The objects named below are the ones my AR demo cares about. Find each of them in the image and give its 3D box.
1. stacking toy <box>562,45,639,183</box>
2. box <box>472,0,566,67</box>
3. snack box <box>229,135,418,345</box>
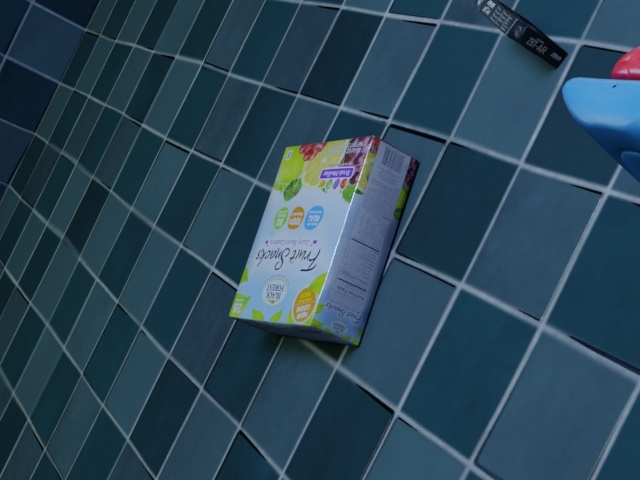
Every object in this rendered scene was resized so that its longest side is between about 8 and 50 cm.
[{"bbox_3d":[0.322,-0.149,0.745,0.302,0.165,0.175,-53,17,-2],"label":"stacking toy"},{"bbox_3d":[0.185,-0.198,1.064,0.018,0.067,0.083,-54,30,17],"label":"box"},{"bbox_3d":[0.000,0.000,1.209,0.174,0.070,0.207,-1,68,58],"label":"snack box"}]
